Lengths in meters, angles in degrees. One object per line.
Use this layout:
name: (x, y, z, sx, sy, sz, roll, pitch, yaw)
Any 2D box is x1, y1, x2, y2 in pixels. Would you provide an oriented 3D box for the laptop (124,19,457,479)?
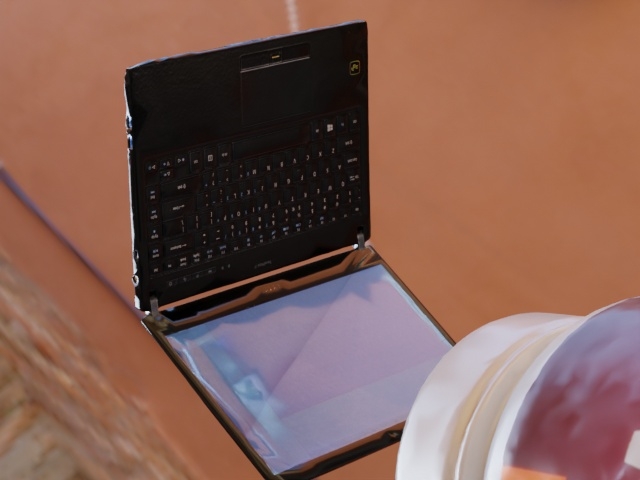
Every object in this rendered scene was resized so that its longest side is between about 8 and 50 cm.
laptop: (0.000, 0.000, 1.333, 0.234, 0.136, 0.264, -17, -68, -45)

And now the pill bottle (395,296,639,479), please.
pill bottle: (0.223, 0.140, 0.975, 0.224, 0.392, 0.224, -1, -88, -33)
